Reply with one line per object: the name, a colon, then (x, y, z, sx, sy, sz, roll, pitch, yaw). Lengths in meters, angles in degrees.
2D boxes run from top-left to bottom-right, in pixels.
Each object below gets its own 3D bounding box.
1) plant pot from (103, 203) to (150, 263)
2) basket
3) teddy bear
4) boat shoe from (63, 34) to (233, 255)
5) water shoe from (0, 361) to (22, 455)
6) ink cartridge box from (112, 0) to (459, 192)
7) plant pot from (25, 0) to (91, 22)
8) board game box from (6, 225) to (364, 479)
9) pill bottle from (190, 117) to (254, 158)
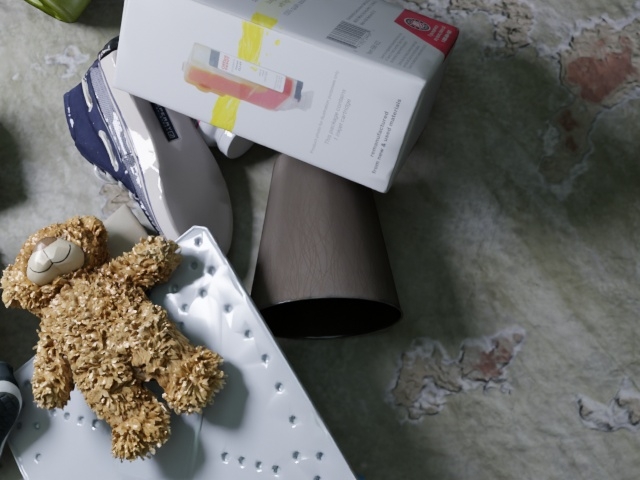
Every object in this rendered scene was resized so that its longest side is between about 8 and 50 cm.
plant pot: (-0.267, 0.030, 1.437, 0.109, 0.109, 0.096, -44, 83, -11)
basket: (0.000, 0.000, 1.395, 0.204, 0.154, 0.227, -5, 65, 6)
teddy bear: (-0.261, 0.104, 1.272, 0.245, 0.113, 0.338, -29, 71, 15)
boat shoe: (-0.246, -0.104, 1.484, 0.158, 0.127, 0.341, -27, 81, 43)
water shoe: (-0.443, 0.243, 1.367, 0.203, 0.073, 0.080, -51, 35, 23)
ink cartridge box: (-0.038, -0.243, 1.389, 0.384, 0.160, 0.279, 22, 30, 6)
plant pot: (-0.373, -0.528, 1.552, 0.366, 0.366, 0.353, 31, 86, 16)
board game box: (-0.189, 0.246, 1.304, 0.390, 0.050, 0.390, -38, 69, 14)
pill bottle: (-0.164, -0.192, 1.515, 0.160, 0.087, 0.087, 42, 79, 18)
